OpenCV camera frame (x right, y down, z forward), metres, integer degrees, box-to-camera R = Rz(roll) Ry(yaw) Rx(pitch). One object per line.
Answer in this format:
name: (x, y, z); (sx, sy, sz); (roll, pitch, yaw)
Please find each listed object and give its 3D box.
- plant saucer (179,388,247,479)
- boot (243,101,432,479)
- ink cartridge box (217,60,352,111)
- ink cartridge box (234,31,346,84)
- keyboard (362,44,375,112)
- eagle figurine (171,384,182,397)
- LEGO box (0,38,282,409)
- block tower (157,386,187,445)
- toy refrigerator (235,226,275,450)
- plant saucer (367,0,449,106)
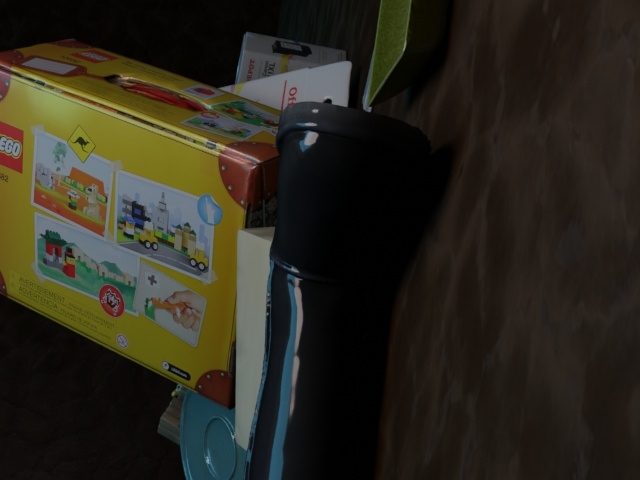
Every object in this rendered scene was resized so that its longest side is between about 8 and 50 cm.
plant saucer: (-0.139, 0.316, 1.705); (0.317, 0.043, 0.318); (4, 95, 56)
boot: (-0.009, 0.126, 1.073); (0.367, 0.146, 0.445); (86, -165, -79)
ink cartridge box: (-0.085, -0.140, 1.747); (0.119, 0.353, 0.207); (38, -128, -50)
ink cartridge box: (-0.054, -0.264, 1.873); (0.072, 0.175, 0.127); (-89, 11, -52)
keyboard: (0.086, -0.294, 1.463); (0.072, 0.014, 0.256); (-84, 6, -70)
eagle figurine: (-0.229, 0.268, 2.336); (0.226, 0.225, 0.298); (81, -174, -61)
LEGO box: (-0.250, -0.041, 1.614); (0.193, 0.500, 0.373); (-27, -47, -52)
block tower: (-0.183, 0.245, 2.091); (0.335, 0.097, 0.091); (-56, -8, -38)
toy refrigerator: (-0.039, 0.123, 1.338); (0.102, 0.094, 0.270); (18, 109, 60)
plant saucer: (0.098, -0.247, 1.152); (0.188, 0.045, 0.188); (133, 146, -77)
